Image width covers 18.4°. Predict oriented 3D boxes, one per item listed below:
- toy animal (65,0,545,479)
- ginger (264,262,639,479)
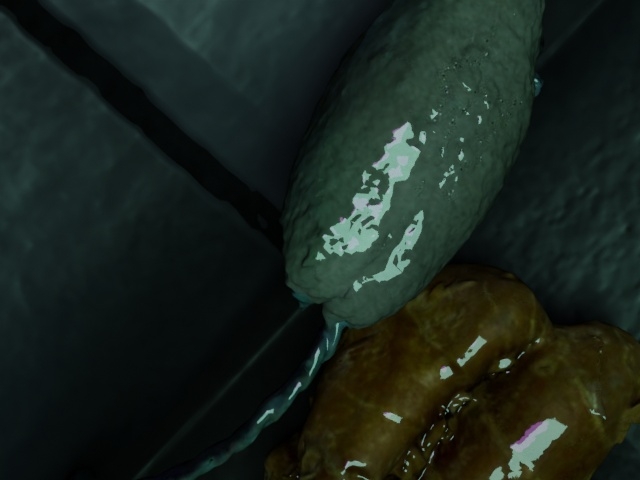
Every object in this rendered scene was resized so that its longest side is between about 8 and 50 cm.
[{"bbox_3d":[0.003,0.007,0.669,0.070,0.079,0.253,34,96,-1],"label":"toy animal"},{"bbox_3d":[0.034,0.077,0.692,0.103,0.073,0.162,37,97,-12],"label":"ginger"}]
